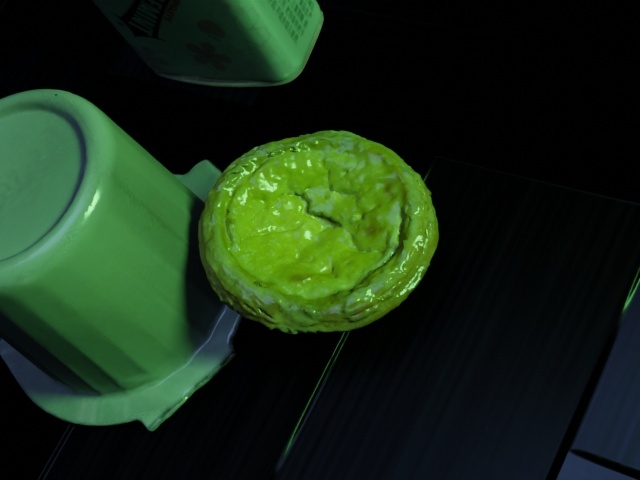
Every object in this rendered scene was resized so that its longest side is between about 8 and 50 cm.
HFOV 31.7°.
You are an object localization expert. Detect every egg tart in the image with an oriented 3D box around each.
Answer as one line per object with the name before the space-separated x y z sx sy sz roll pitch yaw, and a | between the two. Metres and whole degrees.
egg tart | 0.000 0.000 0.900 0.191 0.074 0.191 -4 60 7

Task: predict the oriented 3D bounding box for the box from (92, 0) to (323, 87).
box | -0.153 -0.281 0.968 0.190 0.369 0.112 6 66 29

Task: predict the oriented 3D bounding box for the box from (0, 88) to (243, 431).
box | -0.224 -0.003 0.938 0.291 0.206 0.262 0 61 22
